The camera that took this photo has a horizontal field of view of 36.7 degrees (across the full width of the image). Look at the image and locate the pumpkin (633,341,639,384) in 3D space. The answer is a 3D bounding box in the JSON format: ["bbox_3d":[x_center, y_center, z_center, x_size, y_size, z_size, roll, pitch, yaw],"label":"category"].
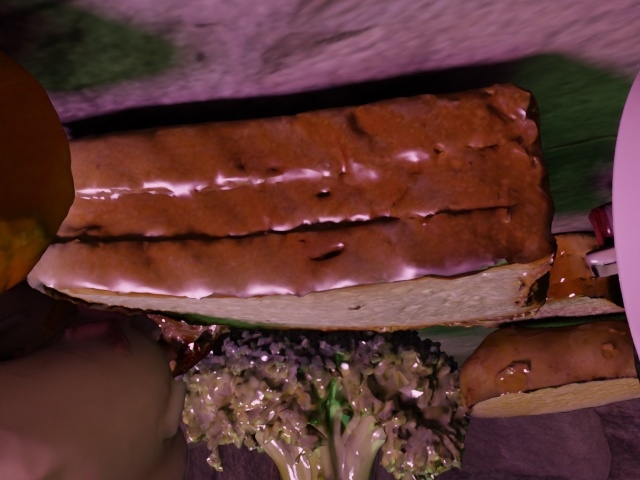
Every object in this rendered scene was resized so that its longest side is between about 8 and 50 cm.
[{"bbox_3d":[0.393,0.069,0.743,0.300,0.207,0.300,-12,-179,0],"label":"pumpkin"}]

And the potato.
[{"bbox_3d":[0.232,0.118,0.931,0.200,0.081,0.164,-6,159,3],"label":"potato"}]

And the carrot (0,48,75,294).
[{"bbox_3d":[-0.218,0.022,0.299,0.302,0.114,0.114,-35,-169,-36],"label":"carrot"}]

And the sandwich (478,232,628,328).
[{"bbox_3d":[0.220,0.046,0.930,0.186,0.065,0.214,-13,164,39],"label":"sandwich"}]

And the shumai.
[{"bbox_3d":[-0.151,0.100,1.081,0.123,0.105,0.139,2,-166,-37],"label":"shumai"}]

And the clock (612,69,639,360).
[{"bbox_3d":[0.195,0.004,0.371,0.197,0.197,0.068,7,166,-40],"label":"clock"}]

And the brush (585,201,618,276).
[{"bbox_3d":[0.326,-0.036,0.606,0.321,0.050,0.060,-14,163,18],"label":"brush"}]

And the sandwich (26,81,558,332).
[{"bbox_3d":[0.000,0.000,0.572,0.271,0.099,0.301,0,173,13],"label":"sandwich"}]

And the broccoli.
[{"bbox_3d":[0.013,0.210,1.228,0.338,0.317,0.277,-32,-177,-22],"label":"broccoli"}]

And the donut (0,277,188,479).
[{"bbox_3d":[-0.266,0.104,0.647,0.382,0.142,0.382,10,-166,-3],"label":"donut"}]
